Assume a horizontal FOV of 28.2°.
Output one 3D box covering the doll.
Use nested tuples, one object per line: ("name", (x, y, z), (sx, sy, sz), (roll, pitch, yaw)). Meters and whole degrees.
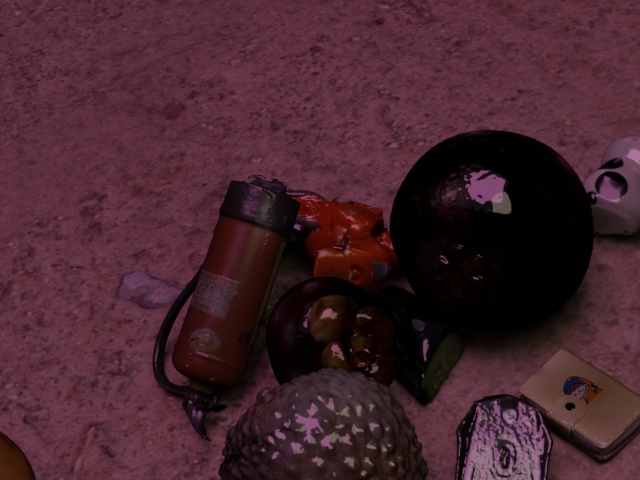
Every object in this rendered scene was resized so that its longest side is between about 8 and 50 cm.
("doll", (0.460, -0.085, 1.934), (0.110, 0.107, 0.180), (-3, 36, 46))

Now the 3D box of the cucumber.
("cucumber", (0.138, 0.135, 1.856), (0.115, 0.085, 0.193), (-32, 39, -9))

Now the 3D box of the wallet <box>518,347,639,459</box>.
("wallet", (0.355, 0.222, 1.719), (0.110, 0.039, 0.155), (-37, 47, -21))

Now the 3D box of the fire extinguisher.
("fire extinguisher", (-0.150, 0.102, 1.918), (0.200, 0.113, 0.376), (3, 75, 69))

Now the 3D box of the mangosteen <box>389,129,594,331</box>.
("mangosteen", (0.260, -0.015, 1.822), (0.313, 0.296, 0.297), (-7, 32, -40))

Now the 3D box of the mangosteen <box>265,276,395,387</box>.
("mangosteen", (0.024, 0.143, 1.780), (0.194, 0.194, 0.230), (-47, 13, -25))

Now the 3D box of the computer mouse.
("computer mouse", (0.235, 0.306, 1.660), (0.126, 0.071, 0.231), (5, 58, 5))

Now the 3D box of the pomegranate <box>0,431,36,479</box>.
("pomegranate", (-0.547, 0.368, 1.697), (0.338, 0.338, 0.338), (-10, 45, 10))

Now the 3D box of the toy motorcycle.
("toy motorcycle", (0.000, 0.000, 1.998), (0.326, 0.147, 0.221), (15, 32, 28))

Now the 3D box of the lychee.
("lychee", (0.007, 0.293, 1.623), (0.255, 0.255, 0.274), (-29, 65, -9))
